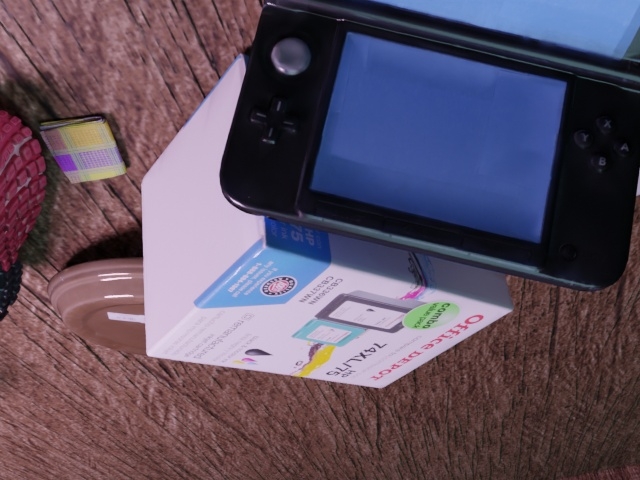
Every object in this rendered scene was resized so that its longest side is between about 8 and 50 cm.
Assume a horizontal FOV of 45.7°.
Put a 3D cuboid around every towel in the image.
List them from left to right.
[{"bbox_3d":[-0.216,-0.083,0.699,0.060,0.009,0.083,-10,148,-2],"label":"towel"}]

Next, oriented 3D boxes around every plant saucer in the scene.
[{"bbox_3d":[-0.181,0.091,0.898,0.277,0.041,0.278,3,155,1],"label":"plant saucer"}]

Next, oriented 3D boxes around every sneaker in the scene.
[{"bbox_3d":[-0.342,-0.003,0.701,0.112,0.121,0.299,31,130,-4],"label":"sneaker"}]

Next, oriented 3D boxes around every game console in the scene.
[{"bbox_3d":[0.097,-0.127,0.486,0.293,0.250,0.173,13,166,0],"label":"game console"}]

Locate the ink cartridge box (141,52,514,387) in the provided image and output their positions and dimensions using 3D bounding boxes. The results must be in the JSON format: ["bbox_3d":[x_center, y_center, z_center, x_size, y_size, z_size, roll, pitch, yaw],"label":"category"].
[{"bbox_3d":[0.000,0.000,0.710,0.270,0.197,0.198,15,141,-34],"label":"ink cartridge box"}]

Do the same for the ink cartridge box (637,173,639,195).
[{"bbox_3d":[0.214,-0.101,0.675,0.176,0.127,0.128,-25,144,23],"label":"ink cartridge box"}]
